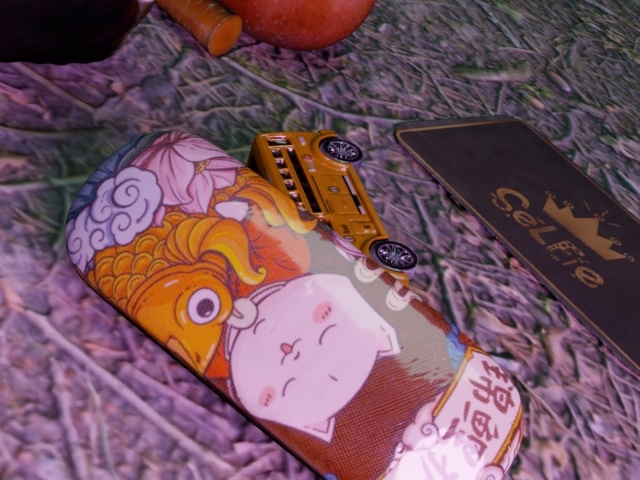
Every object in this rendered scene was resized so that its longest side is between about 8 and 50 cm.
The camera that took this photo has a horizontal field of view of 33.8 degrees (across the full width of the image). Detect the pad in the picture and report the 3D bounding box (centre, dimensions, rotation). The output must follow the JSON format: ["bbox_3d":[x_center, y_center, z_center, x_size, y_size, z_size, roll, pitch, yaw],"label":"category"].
[{"bbox_3d":[0.240,-0.024,1.000,0.315,0.063,0.375,-13,50,-44],"label":"pad"}]

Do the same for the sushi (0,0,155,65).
[{"bbox_3d":[-0.238,-0.308,0.806,0.281,0.294,0.299,-31,83,-38],"label":"sushi"}]

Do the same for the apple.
[{"bbox_3d":[-0.027,-0.297,1.086,0.201,0.162,0.201,20,33,-14],"label":"apple"}]

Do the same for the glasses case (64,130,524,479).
[{"bbox_3d":[-0.021,0.052,0.657,0.321,0.082,0.122,37,73,13],"label":"glasses case"}]

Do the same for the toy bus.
[{"bbox_3d":[0.000,0.000,0.777,0.088,0.083,0.194,1,38,-20],"label":"toy bus"}]

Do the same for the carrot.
[{"bbox_3d":[-0.135,-0.239,1.038,0.139,0.048,0.048,43,36,24],"label":"carrot"}]
